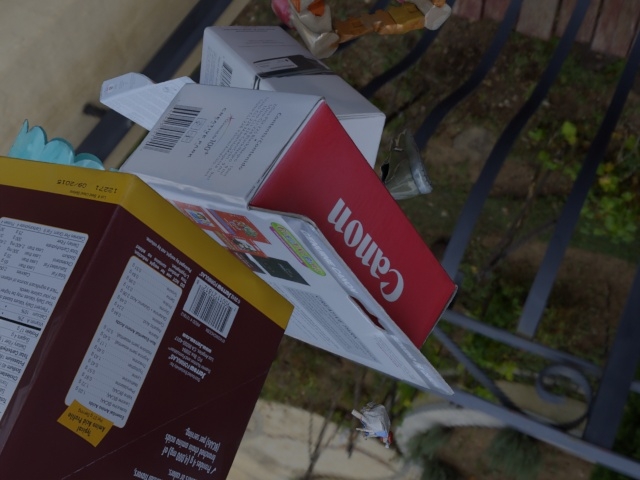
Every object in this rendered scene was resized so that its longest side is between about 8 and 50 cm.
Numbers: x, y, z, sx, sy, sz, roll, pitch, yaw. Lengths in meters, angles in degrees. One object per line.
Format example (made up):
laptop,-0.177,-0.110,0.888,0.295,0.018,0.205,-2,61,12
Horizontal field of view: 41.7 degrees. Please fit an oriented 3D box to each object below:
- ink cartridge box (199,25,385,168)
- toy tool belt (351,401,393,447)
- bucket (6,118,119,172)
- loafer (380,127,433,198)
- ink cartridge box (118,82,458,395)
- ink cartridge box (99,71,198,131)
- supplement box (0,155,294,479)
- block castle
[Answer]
ink cartridge box,-0.074,-0.181,1.512,0.395,0.166,0.285,49,139,44
toy tool belt,0.080,0.284,1.293,0.051,0.052,0.083,-1,136,18
bucket,-0.425,-0.061,1.426,0.281,0.183,0.281,30,179,0
loafer,0.147,-0.140,1.559,0.087,0.251,0.094,-23,106,9
ink cartridge box,0.000,0.000,0.844,0.272,0.130,0.309,15,155,43
ink cartridge box,-0.303,-0.290,1.727,0.232,0.066,0.189,-13,155,30
supplement box,-0.143,0.082,0.523,0.129,0.194,0.191,10,159,33
block castle,0.060,-0.540,1.340,0.453,0.303,0.213,89,158,-51
